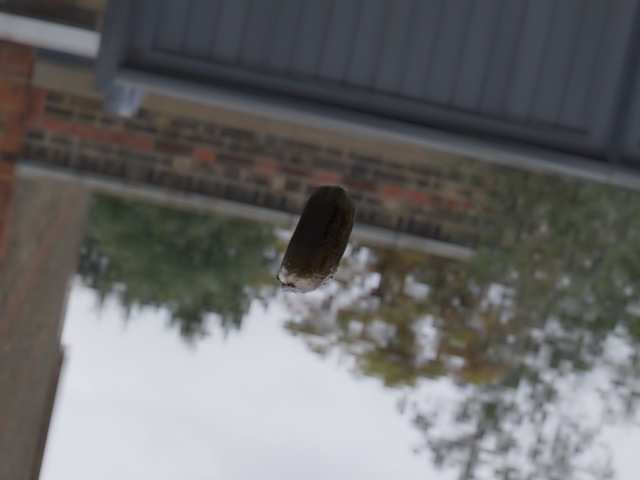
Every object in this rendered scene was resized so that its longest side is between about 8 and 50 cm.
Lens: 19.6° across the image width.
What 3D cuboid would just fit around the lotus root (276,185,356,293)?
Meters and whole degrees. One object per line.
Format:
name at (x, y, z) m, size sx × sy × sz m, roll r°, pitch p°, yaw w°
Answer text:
lotus root at (0.000, -0.001, 1.263) m, size 0.037 × 0.083 × 0.030 m, roll 22°, pitch 157°, yaw 6°
